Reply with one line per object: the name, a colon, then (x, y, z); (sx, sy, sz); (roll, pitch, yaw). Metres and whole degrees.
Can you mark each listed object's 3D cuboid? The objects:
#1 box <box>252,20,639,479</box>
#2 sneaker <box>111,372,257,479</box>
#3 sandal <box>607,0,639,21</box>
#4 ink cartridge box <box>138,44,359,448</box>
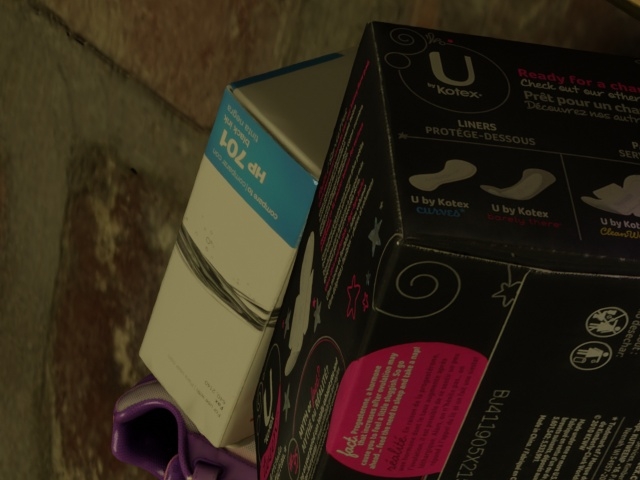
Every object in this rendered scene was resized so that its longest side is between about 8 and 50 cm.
box: (0.073, 0.047, 0.798); (0.142, 0.163, 0.247); (-96, 17, -45)
sneaker: (-0.035, 0.143, 1.063); (0.236, 0.104, 0.095); (33, 127, 32)
sandal: (0.211, -0.090, 0.740); (0.240, 0.088, 0.079); (35, 99, 23)
ink cartridge box: (0.000, 0.000, 0.933); (0.082, 0.139, 0.191); (46, 135, 25)
